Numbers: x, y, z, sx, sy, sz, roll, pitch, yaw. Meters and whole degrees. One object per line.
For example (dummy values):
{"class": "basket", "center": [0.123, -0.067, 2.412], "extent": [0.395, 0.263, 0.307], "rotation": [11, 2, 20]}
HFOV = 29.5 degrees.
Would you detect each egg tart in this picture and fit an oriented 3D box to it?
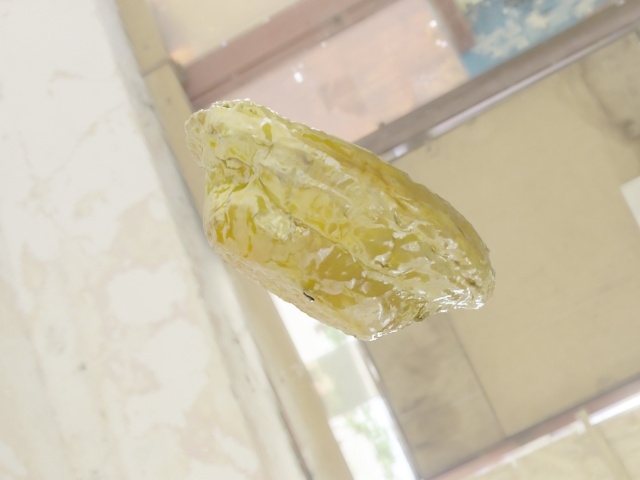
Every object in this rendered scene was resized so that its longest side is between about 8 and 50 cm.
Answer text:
{"class": "egg tart", "center": [0.000, 0.000, 1.095], "extent": [0.319, 0.128, 0.319], "rotation": [30, 169, 7]}
